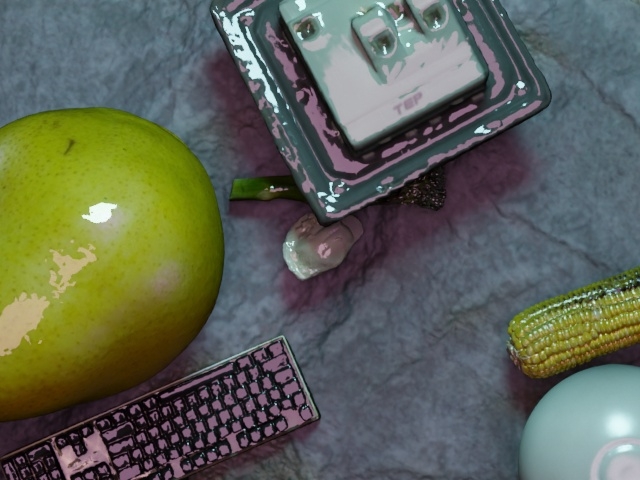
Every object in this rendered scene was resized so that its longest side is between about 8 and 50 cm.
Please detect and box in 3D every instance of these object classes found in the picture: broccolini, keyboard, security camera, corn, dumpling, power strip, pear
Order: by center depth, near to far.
[{"bbox_3d":[-0.241,0.021,1.525,0.284,0.336,0.285,7,109,21],"label":"pear"},{"bbox_3d":[0.271,0.234,1.560,0.194,0.194,0.236,-1,87,3],"label":"security camera"},{"bbox_3d":[0.054,-0.179,1.576,0.257,0.092,0.251,-29,89,1],"label":"power strip"},{"bbox_3d":[0.277,0.074,1.622,0.203,0.072,0.072,-20,88,1],"label":"corn"},{"bbox_3d":[0.000,0.000,1.644,0.076,0.052,0.057,-39,98,12],"label":"dumpling"},{"bbox_3d":[0.017,-0.062,1.651,0.216,0.067,0.058,2,86,12],"label":"broccolini"},{"bbox_3d":[-0.160,0.201,1.662,0.317,0.027,0.106,-24,87,2],"label":"keyboard"}]
